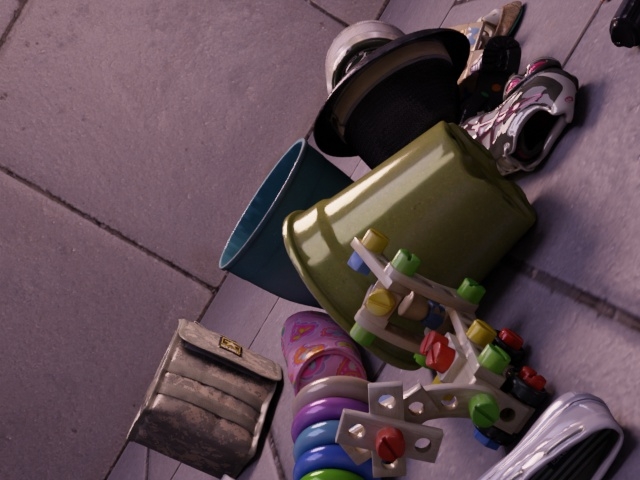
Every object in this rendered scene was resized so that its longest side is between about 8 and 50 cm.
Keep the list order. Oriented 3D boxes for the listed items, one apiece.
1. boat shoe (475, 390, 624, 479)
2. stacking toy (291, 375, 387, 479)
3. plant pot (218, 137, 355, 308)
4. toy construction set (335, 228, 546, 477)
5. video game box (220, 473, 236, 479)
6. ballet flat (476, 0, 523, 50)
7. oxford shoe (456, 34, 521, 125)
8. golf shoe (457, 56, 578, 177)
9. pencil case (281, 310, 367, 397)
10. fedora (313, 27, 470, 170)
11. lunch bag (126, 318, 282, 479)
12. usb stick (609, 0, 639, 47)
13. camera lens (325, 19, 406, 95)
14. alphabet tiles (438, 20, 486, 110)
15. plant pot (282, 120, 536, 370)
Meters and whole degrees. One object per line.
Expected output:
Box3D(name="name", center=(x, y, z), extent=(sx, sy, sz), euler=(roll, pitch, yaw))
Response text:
Box3D(name="boat shoe", center=(0.181, 0.233, 0.913), extent=(0.226, 0.083, 0.076), euler=(-58, 11, 6))
Box3D(name="stacking toy", center=(0.017, 0.335, 1.295), extent=(0.141, 0.141, 0.330), euler=(-50, 21, 39))
Box3D(name="plant pot", center=(0.000, 0.000, 1.828), extent=(0.271, 0.255, 0.271), euler=(-54, 11, 16))
Box3D(name="toy construction set", center=(0.118, 0.124, 1.121), extent=(0.151, 0.215, 0.327), euler=(-54, 13, 29))
Box3D(name="video game box", center=(-0.180, 0.521, 1.828), extent=(0.187, 0.048, 0.205), euler=(-60, 11, -11))
Box3D(name="ballet flat", center=(0.313, -0.377, 1.910), extent=(0.206, 0.067, 0.073), euler=(-65, 12, -24))
Box3D(name="oxford shoe", center=(0.278, -0.213, 1.681), extent=(0.096, 0.083, 0.227), euler=(77, -147, -68))
Box3D(name="golf shoe", center=(0.258, -0.136, 1.469), extent=(0.273, 0.105, 0.120), euler=(-52, 21, 35))
Box3D(name="pencil case", center=(0.001, 0.199, 1.701), extent=(0.124, 0.124, 0.284), euler=(-59, 11, 3))
Box3D(name="fedora", center=(0.150, -0.201, 1.737), extent=(0.334, 0.152, 0.334), euler=(-27, -19, -10))
Box3D(name="lunch bag", center=(-0.217, 0.299, 2.063), extent=(0.169, 0.235, 0.287), euler=(-56, 11, 44))
Box3D(name="usb stick", center=(0.452, -0.376, 1.332), extent=(0.278, 0.045, 0.077), euler=(-60, -23, -5))
Box3D(name="camera lens", center=(0.122, -0.384, 2.362), extent=(0.219, 0.219, 0.274), euler=(-56, 12, 16))
Box3D(name="alphabet tiles", center=(0.211, -0.267, 1.932), extent=(0.342, 0.011, 0.285), euler=(20, 92, 70))
Box3D(name="plant pot", center=(0.134, -0.013, 1.373), extent=(0.254, 0.276, 0.276), euler=(-43, 16, 19))
